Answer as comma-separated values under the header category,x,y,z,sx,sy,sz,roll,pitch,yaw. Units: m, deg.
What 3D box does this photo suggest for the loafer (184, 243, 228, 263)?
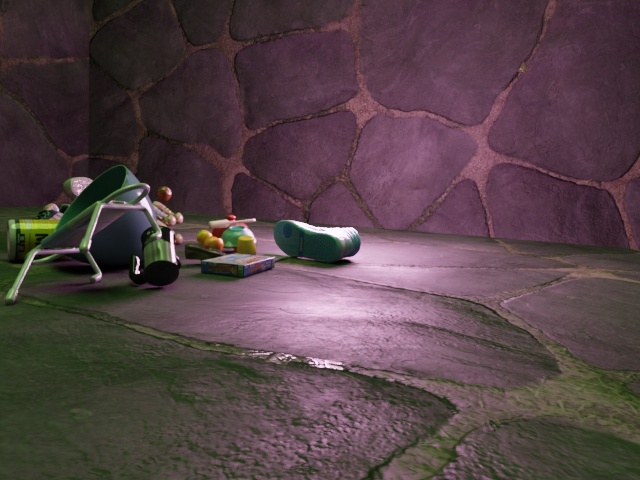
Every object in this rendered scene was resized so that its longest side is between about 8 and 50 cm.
category,x,y,z,sx,sy,sz,roll,pitch,yaw
loafer,-0.345,0.049,1.741,0.148,0.050,0.056,17,6,-14

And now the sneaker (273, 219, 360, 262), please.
category,x,y,z,sx,sy,sz,roll,pitch,yaw
sneaker,0.000,0.000,2.021,0.319,0.127,0.208,20,17,37

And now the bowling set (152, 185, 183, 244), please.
category,x,y,z,sx,sy,sz,roll,pitch,yaw
bowling set,-0.560,-0.077,2.052,0.154,0.200,0.287,31,12,-2

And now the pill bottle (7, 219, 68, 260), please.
category,x,y,z,sx,sy,sz,roll,pitch,yaw
pill bottle,-0.792,-0.002,1.666,0.208,0.119,0.119,-1,7,-32

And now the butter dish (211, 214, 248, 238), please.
category,x,y,z,sx,sy,sz,roll,pitch,yaw
butter dish,-0.351,-0.040,2.233,0.159,0.118,0.160,5,6,17

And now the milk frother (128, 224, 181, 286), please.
category,x,y,z,sx,sy,sz,roll,pitch,yaw
milk frother,-0.386,0.062,1.414,0.143,0.129,0.135,33,24,-38

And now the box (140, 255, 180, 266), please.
category,x,y,z,sx,sy,sz,roll,pitch,yaw
box,-0.508,0.053,1.717,0.116,0.029,0.162,-3,7,-37

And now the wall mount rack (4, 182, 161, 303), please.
category,x,y,z,sx,sy,sz,roll,pitch,yaw
wall mount rack,-0.514,0.013,1.236,0.350,0.131,0.304,-32,-6,15

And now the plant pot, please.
category,x,y,z,sx,sy,sz,roll,pitch,yaw
plant pot,-0.573,-0.039,1.606,0.290,0.290,0.195,10,-28,50

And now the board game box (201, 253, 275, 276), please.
category,x,y,z,sx,sy,sz,roll,pitch,yaw
board game box,-0.233,0.069,1.650,0.136,0.035,0.201,5,6,19

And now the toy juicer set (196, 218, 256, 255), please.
category,x,y,z,sx,sy,sz,roll,pitch,yaw
toy juicer set,-0.335,-0.004,2.057,0.209,0.090,0.329,-2,18,-6

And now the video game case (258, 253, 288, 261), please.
category,x,y,z,sx,sy,sz,roll,pitch,yaw
video game case,-0.170,0.058,1.904,0.087,0.011,0.122,5,7,20

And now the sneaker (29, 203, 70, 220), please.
category,x,y,z,sx,sy,sz,roll,pitch,yaw
sneaker,-1.047,-0.073,2.156,0.112,0.131,0.319,4,6,6

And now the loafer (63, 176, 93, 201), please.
category,x,y,z,sx,sy,sz,roll,pitch,yaw
loafer,-0.834,-0.149,2.064,0.111,0.112,0.319,-10,-14,8
